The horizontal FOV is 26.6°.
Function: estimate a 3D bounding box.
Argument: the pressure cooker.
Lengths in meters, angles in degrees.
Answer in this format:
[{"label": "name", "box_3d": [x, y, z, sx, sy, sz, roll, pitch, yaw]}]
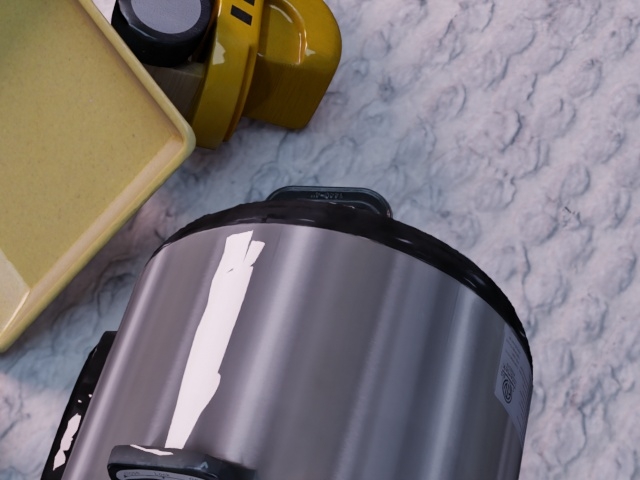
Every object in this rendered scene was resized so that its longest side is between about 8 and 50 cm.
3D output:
[{"label": "pressure cooker", "box_3d": [-0.032, 0.222, 1.082, 0.369, 0.375, 0.420, 28, 53, -17]}]

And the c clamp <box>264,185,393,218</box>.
[{"label": "c clamp", "box_3d": [0.000, 0.000, 1.410, 0.160, 0.022, 0.137, -4, 56, -7]}]

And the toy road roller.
[{"label": "toy road roller", "box_3d": [-0.102, -0.252, 1.458, 0.240, 0.202, 0.330, 13, 60, -13]}]

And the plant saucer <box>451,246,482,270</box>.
[{"label": "plant saucer", "box_3d": [0.097, 0.082, 1.352, 0.194, 0.037, 0.195, 3, 70, -7]}]

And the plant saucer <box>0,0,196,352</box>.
[{"label": "plant saucer", "box_3d": [-0.298, -0.114, 1.349, 0.333, 0.081, 0.333, -43, 76, 24]}]
